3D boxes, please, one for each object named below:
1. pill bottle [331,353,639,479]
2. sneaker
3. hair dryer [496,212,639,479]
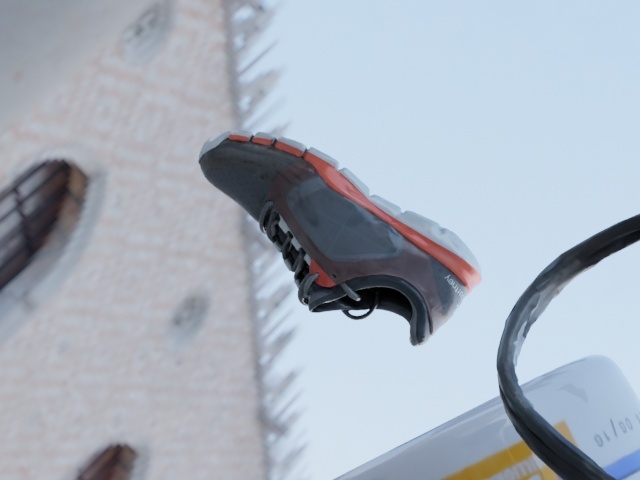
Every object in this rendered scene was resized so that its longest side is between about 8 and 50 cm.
[{"bbox_3d":[0.107,0.194,0.685,0.272,0.152,0.152,63,-31,9],"label":"pill bottle"},{"bbox_3d":[0.000,0.000,0.891,0.158,0.065,0.061,28,-18,13],"label":"sneaker"},{"bbox_3d":[0.194,-0.024,0.352,0.294,0.223,0.080,12,1,29],"label":"hair dryer"}]
